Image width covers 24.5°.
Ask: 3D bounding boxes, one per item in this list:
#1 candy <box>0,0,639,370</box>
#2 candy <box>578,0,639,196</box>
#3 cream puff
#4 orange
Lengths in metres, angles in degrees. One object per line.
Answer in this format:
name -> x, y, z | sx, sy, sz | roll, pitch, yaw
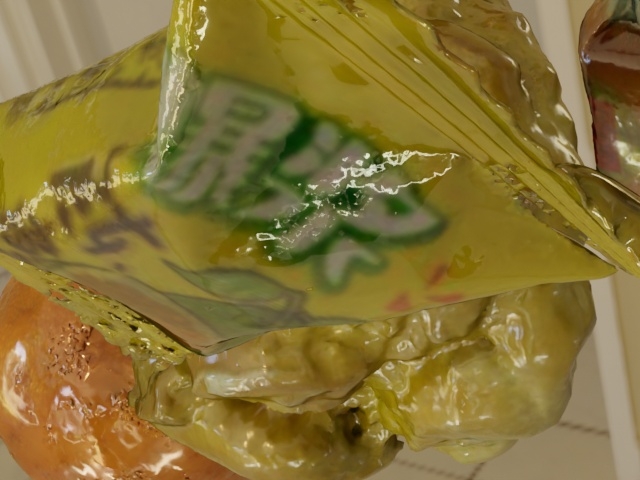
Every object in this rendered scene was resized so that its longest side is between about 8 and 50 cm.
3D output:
candy -> -0.041, -0.014, 0.473 | 0.297, 0.187, 0.081 | -11, 55, 50
candy -> 0.111, -0.049, 0.497 | 0.046, 0.182, 0.053 | 17, 53, 27
cream puff -> 0.000, -0.001, 0.859 | 0.257, 0.291, 0.324 | -13, -14, -11
orange -> -0.131, 0.094, 1.107 | 0.240, 0.240, 0.240 | -11, 32, 7
